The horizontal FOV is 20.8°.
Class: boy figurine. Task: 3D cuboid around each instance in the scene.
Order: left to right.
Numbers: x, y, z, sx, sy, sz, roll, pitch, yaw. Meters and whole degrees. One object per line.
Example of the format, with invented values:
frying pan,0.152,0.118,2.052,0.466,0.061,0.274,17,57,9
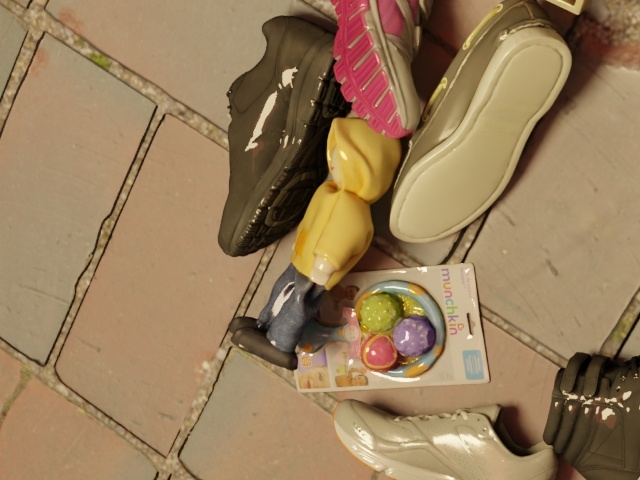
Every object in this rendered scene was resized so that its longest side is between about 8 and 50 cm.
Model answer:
boy figurine,0.000,0.000,1.890,0.092,0.177,0.285,24,102,-11

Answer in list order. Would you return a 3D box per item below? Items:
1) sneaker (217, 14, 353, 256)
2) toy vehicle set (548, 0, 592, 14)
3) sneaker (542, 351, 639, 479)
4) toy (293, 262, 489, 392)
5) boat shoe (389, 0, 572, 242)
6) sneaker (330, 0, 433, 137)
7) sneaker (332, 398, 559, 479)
sneaker,-0.054,-0.118,1.944,0.130,0.109,0.286,32,105,26
toy vehicle set,0.172,-0.354,1.735,0.267,0.035,0.166,28,130,19
sneaker,0.327,0.137,1.790,0.147,0.104,0.296,32,117,12
toy,0.061,0.105,1.947,0.237,0.056,0.137,-5,99,28
boat shoe,0.158,-0.123,1.831,0.305,0.109,0.091,-58,33,36
sneaker,0.073,-0.234,1.826,0.103,0.111,0.252,-19,83,64
sneaker,0.143,0.218,1.918,0.262,0.099,0.121,24,103,13
